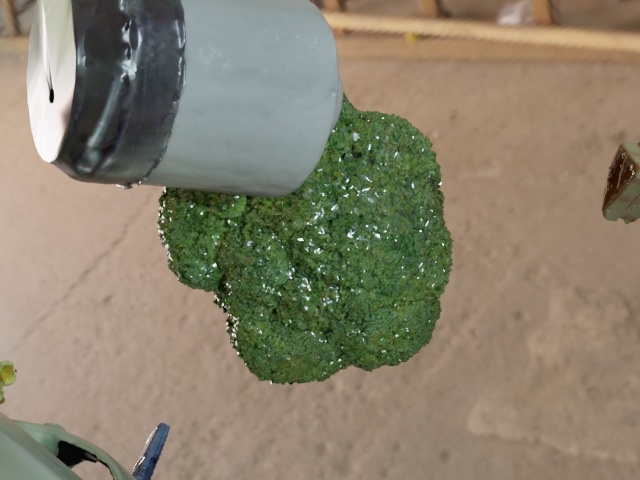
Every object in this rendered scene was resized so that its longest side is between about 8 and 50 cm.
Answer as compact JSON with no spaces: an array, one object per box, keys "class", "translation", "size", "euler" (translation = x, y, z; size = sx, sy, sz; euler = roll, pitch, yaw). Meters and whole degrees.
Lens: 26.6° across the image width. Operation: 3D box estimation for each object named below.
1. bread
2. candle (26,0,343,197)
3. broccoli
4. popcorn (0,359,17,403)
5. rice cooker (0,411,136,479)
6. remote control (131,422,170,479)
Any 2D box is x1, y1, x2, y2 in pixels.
[{"class":"bread","translation":[0.287,-0.061,1.228],"size":[0.043,0.109,0.062],"euler":[10,65,-3]},{"class":"candle","translation":[-0.110,-0.153,1.342],"size":[0.342,0.221,0.221],"euler":[4,18,-30]},{"class":"broccoli","translation":[0.003,-0.008,1.649],"size":[0.321,0.413,0.310],"euler":[-56,28,29]},{"class":"popcorn","translation":[-0.646,0.255,2.478],"size":[0.162,0.136,0.141],"euler":[-23,-9,9]},{"class":"rice cooker","translation":[-0.248,0.275,1.032],"size":[0.277,0.288,0.288],"euler":[-49,36,-13]},{"class":"remote control","translation":[-0.208,0.271,1.576],"size":[0.043,0.027,0.152],"euler":[-61,4,30]}]
